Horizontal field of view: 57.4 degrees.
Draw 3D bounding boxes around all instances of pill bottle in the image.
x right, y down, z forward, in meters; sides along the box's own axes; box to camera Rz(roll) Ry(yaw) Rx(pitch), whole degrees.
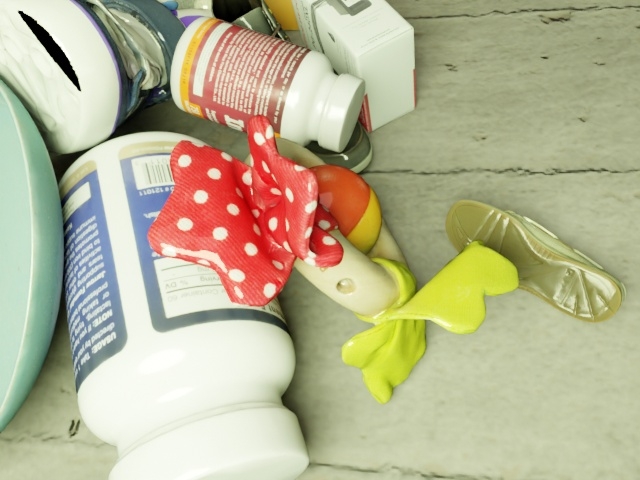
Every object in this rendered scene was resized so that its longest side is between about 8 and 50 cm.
[{"bbox_3d":[-0.107,0.059,0.438,0.153,0.153,0.265,-20,58,-3],"label":"pill bottle"},{"bbox_3d":[-0.043,-0.130,0.504,0.152,0.086,0.086,20,64,9],"label":"pill bottle"}]

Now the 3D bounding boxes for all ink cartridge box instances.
[{"bbox_3d":[0.032,-0.204,0.599,0.063,0.109,0.150,-30,59,-6],"label":"ink cartridge box"}]

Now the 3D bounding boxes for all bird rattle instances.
[{"bbox_3d":[0.000,0.000,0.429,0.143,0.253,0.207,-52,25,19],"label":"bird rattle"}]

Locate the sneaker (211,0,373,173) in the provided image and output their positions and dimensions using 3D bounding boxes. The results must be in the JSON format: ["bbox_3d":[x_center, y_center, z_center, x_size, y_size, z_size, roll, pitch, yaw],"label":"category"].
[{"bbox_3d":[-0.039,-0.155,0.576,0.083,0.118,0.222,-39,61,-14],"label":"sneaker"}]

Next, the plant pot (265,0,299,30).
[{"bbox_3d":[-0.032,-0.387,0.674,0.205,0.188,0.205,-4,59,7],"label":"plant pot"}]

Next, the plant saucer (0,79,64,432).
[{"bbox_3d":[-0.293,0.016,0.472,0.317,0.044,0.317,-2,87,37],"label":"plant saucer"}]

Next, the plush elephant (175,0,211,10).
[{"bbox_3d":[-0.301,-0.377,0.672,0.330,0.255,0.272,-14,58,1],"label":"plush elephant"}]

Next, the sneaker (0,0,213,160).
[{"bbox_3d":[-0.178,-0.182,0.535,0.236,0.130,0.323,-43,19,-26],"label":"sneaker"}]

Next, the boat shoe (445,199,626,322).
[{"bbox_3d":[0.175,0.013,0.486,0.153,0.048,0.056,30,113,28],"label":"boat shoe"}]
